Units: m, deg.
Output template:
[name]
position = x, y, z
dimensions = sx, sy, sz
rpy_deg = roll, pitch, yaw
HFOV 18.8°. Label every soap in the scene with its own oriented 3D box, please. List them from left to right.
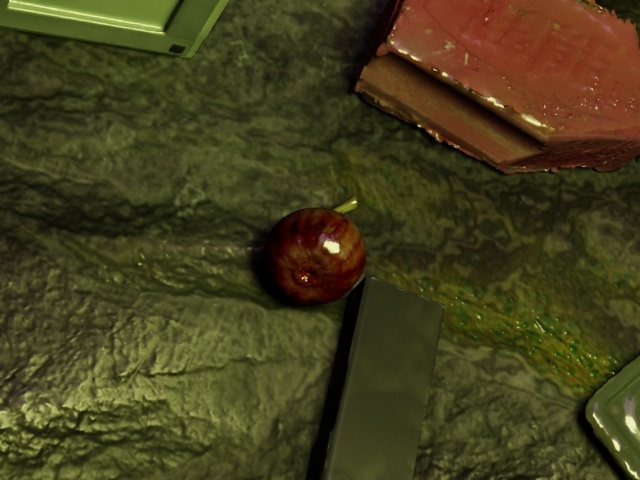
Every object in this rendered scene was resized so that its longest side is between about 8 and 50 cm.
[soap]
position = 0.192, -0.157, 1.830
dimensions = 0.289, 0.112, 0.182
rpy_deg = 29, 60, -9

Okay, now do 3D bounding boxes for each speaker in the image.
[speaker]
position = 0.045, 0.141, 1.652
dimensions = 0.082, 0.044, 0.218
rpy_deg = 20, 58, -13

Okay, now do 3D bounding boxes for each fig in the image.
[fig]
position = 0.000, 0.000, 1.693
dimensions = 0.089, 0.089, 0.125
rpy_deg = 32, 30, -6

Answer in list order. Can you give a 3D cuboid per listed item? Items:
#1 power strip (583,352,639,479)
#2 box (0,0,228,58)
[power strip]
position = 0.402, 0.177, 1.762
dimensions = 0.251, 0.092, 0.257
rpy_deg = -36, 87, -36
[box]
position = -0.182, -0.270, 1.652
dimensions = 0.225, 0.225, 0.117
rpy_deg = 7, 63, -20
